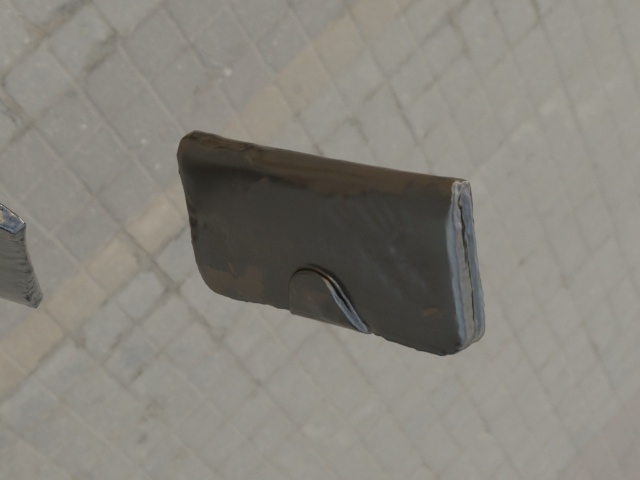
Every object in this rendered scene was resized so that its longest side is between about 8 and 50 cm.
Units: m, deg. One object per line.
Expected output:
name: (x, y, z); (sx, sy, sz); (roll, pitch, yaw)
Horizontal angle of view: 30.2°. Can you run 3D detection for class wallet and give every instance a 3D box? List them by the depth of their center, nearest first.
wallet: (0.000, 0.000, 1.022); (0.042, 0.309, 0.165); (-31, 124, -44)
wallet: (-0.320, 0.002, 1.038); (0.285, 0.146, 0.030); (124, -14, -71)
